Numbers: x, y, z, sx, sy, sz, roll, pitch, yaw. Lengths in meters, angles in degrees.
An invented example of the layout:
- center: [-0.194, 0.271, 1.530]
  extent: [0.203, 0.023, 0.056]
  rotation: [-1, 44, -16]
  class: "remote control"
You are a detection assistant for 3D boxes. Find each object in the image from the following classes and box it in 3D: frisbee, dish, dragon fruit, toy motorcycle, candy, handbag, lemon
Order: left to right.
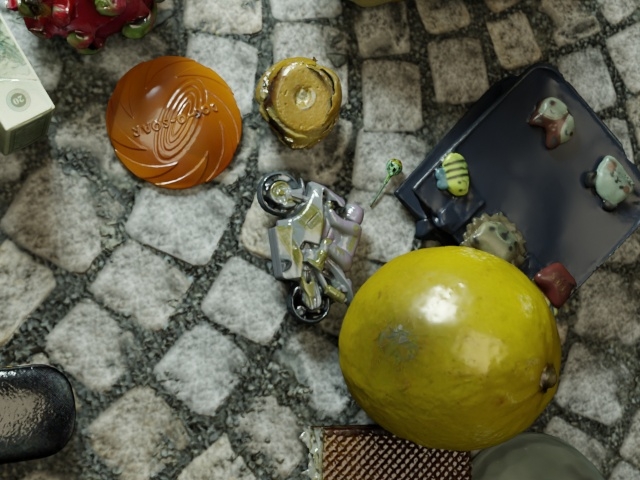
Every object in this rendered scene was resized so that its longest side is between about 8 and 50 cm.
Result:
- center: [-0.296, -0.381, 1.245]
  extent: [0.198, 0.219, 0.272]
  rotation: [21, 71, -53]
  class: "dragon fruit"
- center: [-0.203, -0.168, 1.331]
  extent: [0.192, 0.035, 0.191]
  rotation: [1, 85, -16]
  class: "frisbee"
- center: [0.000, 0.000, 1.361]
  extent: [0.152, 0.073, 0.224]
  rotation: [-16, 90, -21]
  class: "toy motorcycle"
- center: [0.096, -0.087, 1.427]
  extent: [0.023, 0.025, 0.083]
  rotation: [31, 83, 31]
  class: "candy"
- center: [0.173, 0.145, 1.287]
  extent: [0.297, 0.297, 0.296]
  rotation: [2, 85, -17]
  class: "lemon"
- center: [0.314, -0.065, 1.443]
  extent: [0.303, 0.122, 0.329]
  rotation: [47, 76, -9]
  class: "handbag"
- center: [0.340, 0.432, 1.407]
  extent: [0.303, 0.120, 0.302]
  rotation: [2, 84, -16]
  class: "dish"

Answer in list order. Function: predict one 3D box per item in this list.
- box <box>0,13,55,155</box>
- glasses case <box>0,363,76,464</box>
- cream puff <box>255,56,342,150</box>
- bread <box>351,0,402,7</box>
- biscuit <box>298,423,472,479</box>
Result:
- center: [-0.434, -0.246, 1.196]
  extent: [0.069, 0.164, 0.256]
  rotation: [-31, 95, -20]
  class: "box"
- center: [-0.472, 0.227, 1.187]
  extent: [0.321, 0.082, 0.122]
  rotation: [-4, 88, -19]
  class: "glasses case"
- center: [-0.030, -0.196, 1.352]
  extent: [0.120, 0.104, 0.133]
  rotation: [-15, 106, -13]
  class: "cream puff"
- center: [0.111, -0.500, 1.311]
  extent: [0.207, 0.279, 0.278]
  rotation: [6, 77, -47]
  class: "bread"
- center: [0.095, 0.317, 1.365]
  extent: [0.252, 0.070, 0.106]
  rotation: [3, 83, -17]
  class: "biscuit"
